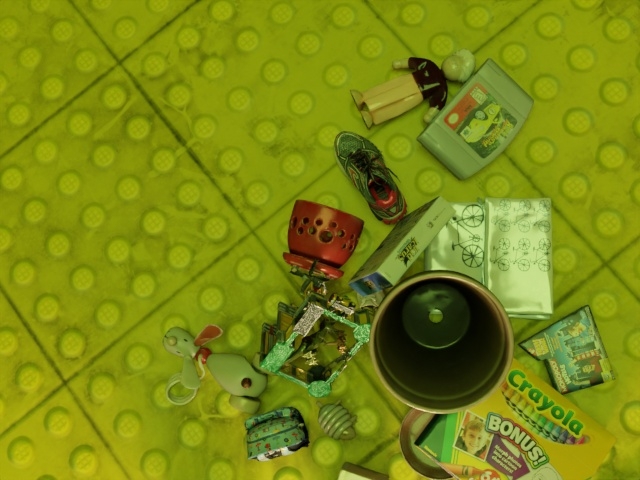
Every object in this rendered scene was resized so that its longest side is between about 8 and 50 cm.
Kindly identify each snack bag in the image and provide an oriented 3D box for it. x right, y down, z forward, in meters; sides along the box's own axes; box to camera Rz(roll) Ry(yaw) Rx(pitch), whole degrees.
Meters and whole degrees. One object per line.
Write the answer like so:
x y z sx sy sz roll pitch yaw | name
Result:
0.435 0.040 1.856 0.343 0.037 0.323 2 81 8 | snack bag

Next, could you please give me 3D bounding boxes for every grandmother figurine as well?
0.267 -0.418 1.930 0.342 0.104 0.208 -26 86 5 | grandmother figurine

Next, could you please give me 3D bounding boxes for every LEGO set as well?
-0.009 0.217 1.799 0.255 0.192 0.331 20 121 -14 | LEGO set

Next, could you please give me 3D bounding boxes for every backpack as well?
-0.118 0.488 1.774 0.158 0.173 0.117 -18 78 5 | backpack

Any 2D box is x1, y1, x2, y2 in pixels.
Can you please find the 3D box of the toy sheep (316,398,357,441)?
0.038 0.459 1.808 0.132 0.091 0.091 40 87 26 | toy sheep

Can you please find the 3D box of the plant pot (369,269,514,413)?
0.284 0.214 1.699 0.323 0.280 0.323 1 97 7 | plant pot

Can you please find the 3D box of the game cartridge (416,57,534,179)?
0.423 -0.315 1.887 0.196 0.060 0.294 41 89 -9 | game cartridge

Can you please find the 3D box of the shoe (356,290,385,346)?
0.142 0.192 1.853 0.077 0.058 0.219 -12 79 5 | shoe

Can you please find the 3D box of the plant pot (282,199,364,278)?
0.000 0.000 1.840 0.191 0.191 0.174 18 85 10 | plant pot

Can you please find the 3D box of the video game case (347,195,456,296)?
0.195 0.021 1.747 0.061 0.269 0.244 41 75 -3 | video game case

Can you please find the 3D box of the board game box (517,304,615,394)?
0.609 0.282 1.778 0.194 0.060 0.194 -17 78 5 | board game box

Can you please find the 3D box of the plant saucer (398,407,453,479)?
0.298 0.503 1.790 0.199 0.036 0.198 -1 79 7 | plant saucer

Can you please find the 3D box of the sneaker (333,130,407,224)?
0.133 -0.186 1.883 0.121 0.112 0.299 -35 64 2 | sneaker

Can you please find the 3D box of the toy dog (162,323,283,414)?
-0.269 0.329 1.828 0.334 0.161 0.220 4 80 8 | toy dog

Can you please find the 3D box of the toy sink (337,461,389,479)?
0.083 0.683 1.726 0.131 0.153 0.234 16 81 9 | toy sink

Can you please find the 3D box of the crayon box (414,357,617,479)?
0.467 0.486 1.709 0.363 0.106 0.313 38 80 8 | crayon box
